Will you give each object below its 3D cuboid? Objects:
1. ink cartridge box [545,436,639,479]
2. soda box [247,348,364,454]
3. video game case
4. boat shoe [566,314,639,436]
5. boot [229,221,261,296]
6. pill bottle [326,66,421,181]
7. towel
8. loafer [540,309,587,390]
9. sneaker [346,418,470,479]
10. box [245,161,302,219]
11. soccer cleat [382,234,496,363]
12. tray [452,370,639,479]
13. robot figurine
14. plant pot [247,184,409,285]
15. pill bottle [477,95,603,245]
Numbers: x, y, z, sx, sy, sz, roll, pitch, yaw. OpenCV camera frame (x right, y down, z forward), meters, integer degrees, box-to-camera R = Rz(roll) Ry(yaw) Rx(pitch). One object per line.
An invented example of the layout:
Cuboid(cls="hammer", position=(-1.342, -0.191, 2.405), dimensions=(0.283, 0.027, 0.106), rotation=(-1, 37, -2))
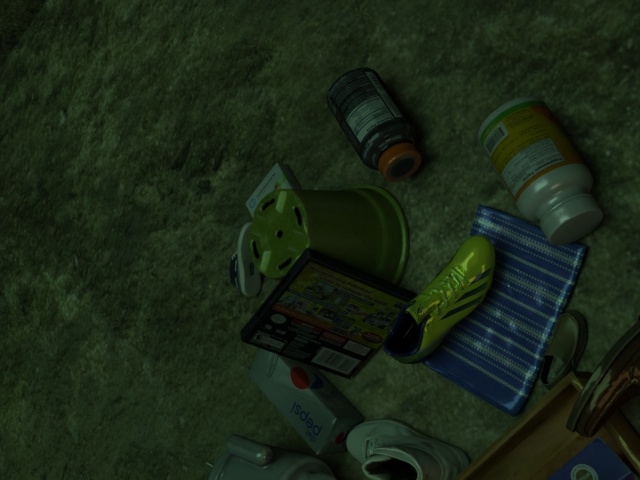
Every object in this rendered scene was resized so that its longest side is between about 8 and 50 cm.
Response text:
Cuboid(cls="ink cartridge box", position=(0.430, 0.530, 1.325), dimensions=(0.330, 0.071, 0.324), rotation=(47, 118, 17))
Cuboid(cls="soda box", position=(-0.037, 0.338, 1.881), dimensions=(0.286, 0.091, 0.098), rotation=(41, 112, 41))
Cuboid(cls="video game case", position=(0.019, 0.154, 1.731), dimensions=(0.248, 0.274, 0.035), rotation=(-51, 31, 27))
Cuboid(cls="boat shoe", position=(0.498, 0.187, 1.312), dimensions=(0.104, 0.110, 0.307), rotation=(37, 94, 23))
Cuboid(cls="boot", position=(-0.188, 0.037, 2.077), dimensions=(0.086, 0.069, 0.190), rotation=(27, 120, 48))
Cuboid(cls="pill bottle", position=(0.117, -0.236, 1.793), dimensions=(0.130, 0.130, 0.246), rotation=(-48, 53, 29))
Cuboid(cls="towel", position=(0.326, 0.124, 1.586), dimensions=(0.243, 0.040, 0.336), rotation=(29, 104, 43))
Cuboid(cls="loafer", position=(0.415, 0.192, 1.475), dimensions=(0.056, 0.050, 0.148), rotation=(12, 92, 46))
Cuboid(cls="sneaker", position=(0.121, 0.410, 1.655), dimensions=(0.292, 0.169, 0.108), rotation=(1, 86, 47))
Cuboid(cls="box", position=(-0.095, -0.070, 2.046), dimensions=(0.145, 0.038, 0.186), rotation=(-49, 51, 28))
Cuboid(cls="soccer cleat", position=(0.219, 0.113, 1.585), dimensions=(0.093, 0.121, 0.289), rotation=(48, 113, 37))
Cuboid(cls="tray", position=(0.365, 0.432, 1.471), dimensions=(0.411, 0.076, 0.203), rotation=(-52, 51, 27))
Cuboid(cls="robot figurine", position=(-0.105, 0.542, 1.837), dimensions=(0.353, 0.199, 0.300), rotation=(-2, 115, 46))
Cuboid(cls="plant pot", position=(0.000, 0.000, 1.784), dimensions=(0.276, 0.253, 0.276), rotation=(-10, 76, 44))
Cuboid(cls="pill bottle", position=(0.385, -0.119, 1.496), dimensions=(0.136, 0.136, 0.246), rotation=(-43, 55, 32))
